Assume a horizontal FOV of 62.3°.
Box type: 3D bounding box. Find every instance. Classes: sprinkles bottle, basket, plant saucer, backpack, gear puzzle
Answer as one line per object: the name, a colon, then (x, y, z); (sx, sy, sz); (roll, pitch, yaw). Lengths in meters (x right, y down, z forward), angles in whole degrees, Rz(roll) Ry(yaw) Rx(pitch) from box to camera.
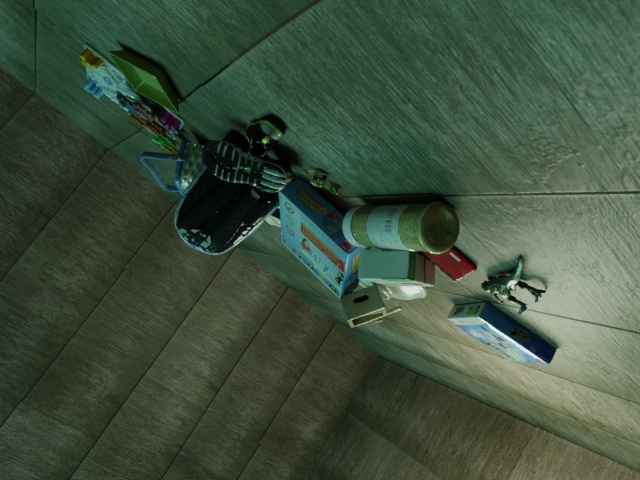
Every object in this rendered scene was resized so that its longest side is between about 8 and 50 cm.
sprinkles bottle: (0.189, -0.034, 1.337); (0.121, 0.121, 0.355); (40, 165, -22)
basket: (-0.476, -0.241, 1.929); (0.289, 0.200, 0.254); (0, 160, 5)
plant saucer: (-0.515, -0.484, 1.584); (0.188, 0.045, 0.188); (30, 166, 16)
backpack: (-0.304, -0.119, 1.694); (0.290, 0.355, 0.273); (39, 167, -20)
gear puzzle: (-0.604, -0.393, 1.890); (0.176, 0.044, 0.339); (28, 165, 22)
plant saucer: (0.175, 0.104, 1.824); (0.401, 0.100, 0.400); (35, 170, 7)

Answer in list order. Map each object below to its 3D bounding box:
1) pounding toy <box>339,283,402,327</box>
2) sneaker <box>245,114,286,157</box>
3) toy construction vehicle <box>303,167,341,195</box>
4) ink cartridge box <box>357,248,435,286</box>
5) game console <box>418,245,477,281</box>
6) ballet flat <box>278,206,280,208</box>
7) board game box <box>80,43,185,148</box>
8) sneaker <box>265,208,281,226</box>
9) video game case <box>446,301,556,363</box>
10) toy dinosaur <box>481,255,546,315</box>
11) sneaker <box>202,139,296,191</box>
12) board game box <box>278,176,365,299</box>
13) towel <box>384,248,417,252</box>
pounding toy: (0.170, 0.214, 1.757); (0.206, 0.181, 0.094); (65, -175, -69)
sneaker: (-0.171, -0.268, 1.418); (0.084, 0.097, 0.235); (38, 166, -14)
toy construction vehicle: (0.006, -0.169, 1.500); (0.098, 0.035, 0.086); (26, 175, 40)
ink cartridge box: (0.220, 0.080, 1.500); (0.153, 0.086, 0.208); (-2, 170, 33)
game console: (0.343, 0.037, 1.456); (0.144, 0.085, 0.124); (37, 135, -13)
ballet flat: (-0.120, -0.124, 1.865); (0.188, 0.070, 0.070); (42, 164, -28)
board game box: (-0.692, -0.500, 1.928); (0.390, 0.050, 0.390); (38, 165, -17)
sneaker: (-0.191, -0.127, 1.961); (0.145, 0.090, 0.270); (18, 162, 42)
video game case: (0.579, 0.303, 1.723); (0.270, 0.061, 0.244); (34, 167, -2)
toy dinosaur: (0.485, 0.121, 1.328); (0.118, 0.064, 0.268); (39, 164, 9)
sneaker: (-0.197, -0.214, 1.550); (0.282, 0.106, 0.162); (26, -161, 18)
board game box: (0.000, 0.000, 1.681); (0.308, 0.086, 0.301); (44, 156, 21)
towel: (0.246, 0.036, 1.646); (0.110, 0.027, 0.148); (35, 166, -2)
